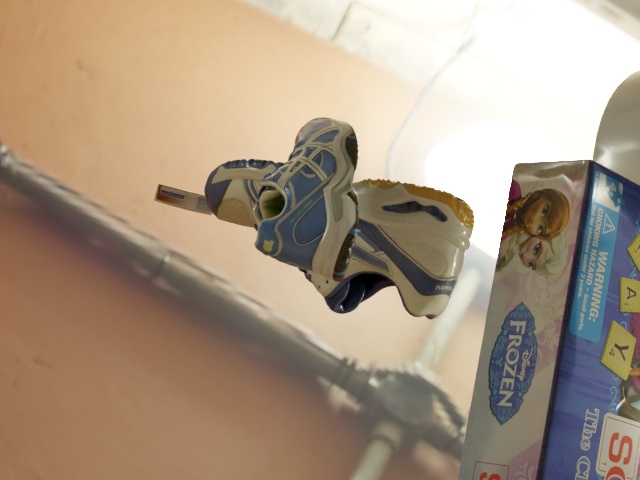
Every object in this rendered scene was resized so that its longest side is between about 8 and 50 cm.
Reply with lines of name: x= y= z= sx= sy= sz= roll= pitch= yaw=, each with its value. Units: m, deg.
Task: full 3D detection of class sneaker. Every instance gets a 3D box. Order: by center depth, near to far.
sneaker: x=-0.013 y=-0.048 z=1.210 sx=0.081 sy=0.080 sz=0.211 roll=10 pitch=-149 yaw=-8
sneaker: x=0.000 y=0.000 z=1.361 sx=0.296 sy=0.131 sz=0.112 roll=10 pitch=175 yaw=34

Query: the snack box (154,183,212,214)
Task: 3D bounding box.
snack box: x=-0.153 y=-0.046 z=1.574 sx=0.064 sy=0.022 sz=0.178 roll=14 pitch=180 yaw=-7

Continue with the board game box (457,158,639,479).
board game box: x=0.218 y=0.146 z=0.903 sx=0.318 sy=0.066 sz=0.318 roll=20 pitch=-104 yaw=-40

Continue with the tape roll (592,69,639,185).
tape roll: x=0.425 y=-0.008 z=1.578 sx=0.392 sy=0.072 sz=0.392 roll=14 pitch=-108 yaw=-50
